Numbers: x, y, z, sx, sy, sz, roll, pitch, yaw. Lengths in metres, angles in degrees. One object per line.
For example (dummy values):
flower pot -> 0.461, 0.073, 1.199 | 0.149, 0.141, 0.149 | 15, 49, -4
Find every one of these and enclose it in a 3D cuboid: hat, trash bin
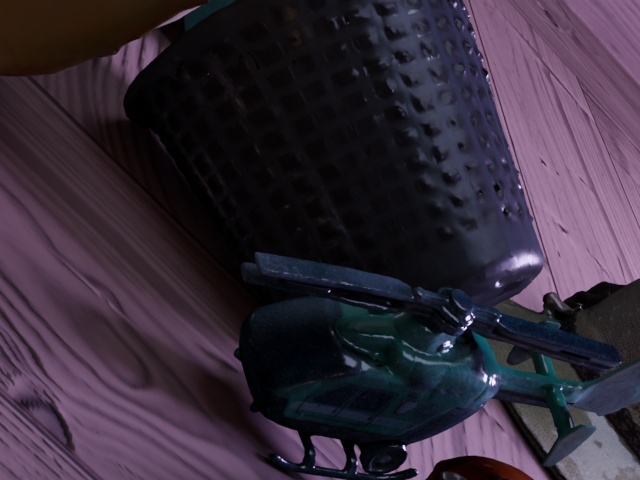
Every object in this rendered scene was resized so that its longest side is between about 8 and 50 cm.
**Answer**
hat -> 0.222, 0.097, 1.218 | 0.257, 0.130, 0.257 | 47, 15, -17
trash bin -> 0.017, -0.030, 0.905 | 0.161, 0.175, 0.175 | 67, 18, 10

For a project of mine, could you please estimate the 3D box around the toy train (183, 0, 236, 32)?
toy train -> -0.043, -0.161, 1.162 | 0.159, 0.101, 0.248 | 64, 13, -12

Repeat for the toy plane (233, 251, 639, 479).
toy plane -> 0.048, 0.053, 0.823 | 0.235, 0.096, 0.060 | 13, 40, -35

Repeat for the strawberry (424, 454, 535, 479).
strawberry -> 0.087, 0.153, 0.789 | 0.174, 0.098, 0.228 | 31, -2, -13

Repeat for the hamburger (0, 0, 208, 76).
hamburger -> -0.115, -0.219, 0.721 | 0.303, 0.261, 0.186 | 64, 11, -13
